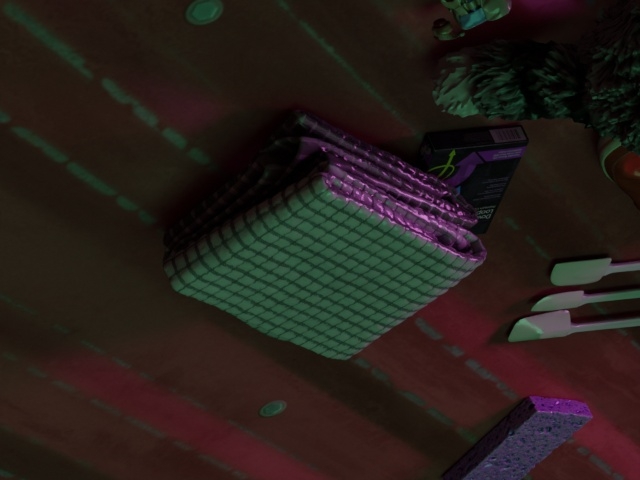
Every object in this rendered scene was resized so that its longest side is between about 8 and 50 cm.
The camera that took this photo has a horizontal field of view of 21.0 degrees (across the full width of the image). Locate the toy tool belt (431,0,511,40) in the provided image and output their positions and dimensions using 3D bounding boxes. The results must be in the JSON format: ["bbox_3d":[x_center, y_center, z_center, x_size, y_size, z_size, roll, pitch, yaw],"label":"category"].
[{"bbox_3d":[0.138,-0.230,1.643,0.083,0.052,0.051,-25,115,-2],"label":"toy tool belt"}]

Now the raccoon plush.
[{"bbox_3d":[0.304,-0.231,1.563,0.446,0.216,0.299,1,118,13],"label":"raccoon plush"}]

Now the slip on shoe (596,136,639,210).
[{"bbox_3d":[0.417,-0.056,1.995,0.123,0.101,0.331,-30,145,14],"label":"slip on shoe"}]

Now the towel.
[{"bbox_3d":[0.000,0.000,1.806,0.235,0.121,0.284,-35,139,31],"label":"towel"}]

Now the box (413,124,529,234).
[{"bbox_3d":[0.151,-0.060,1.897,0.116,0.029,0.162,-7,145,-21],"label":"box"}]

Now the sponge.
[{"bbox_3d":[0.279,0.296,2.467,0.117,0.031,0.210,10,134,-39],"label":"sponge"}]

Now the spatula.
[{"bbox_3d":[0.370,0.072,2.225,0.242,0.019,0.168,-5,138,-27],"label":"spatula"}]
